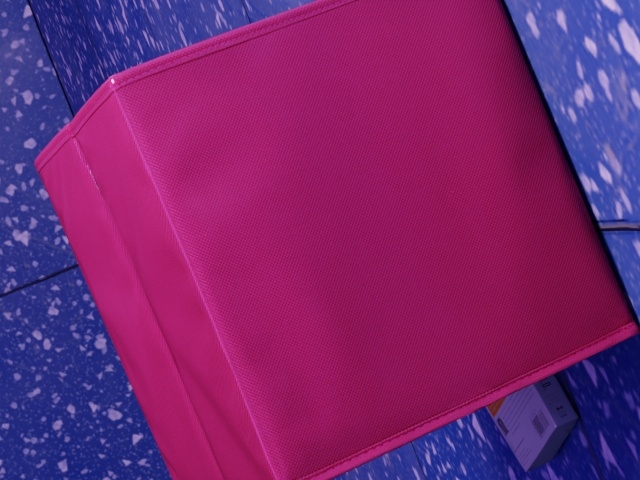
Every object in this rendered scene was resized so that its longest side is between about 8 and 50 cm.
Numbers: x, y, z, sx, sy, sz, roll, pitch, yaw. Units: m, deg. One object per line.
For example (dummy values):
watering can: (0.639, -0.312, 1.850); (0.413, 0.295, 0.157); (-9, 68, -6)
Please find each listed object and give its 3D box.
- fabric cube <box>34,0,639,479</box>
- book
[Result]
fabric cube: (0.000, 0.000, 1.161); (0.258, 0.254, 0.259); (66, 159, 0)
book: (0.132, 0.086, 1.315); (0.144, 0.035, 0.096); (63, 163, 20)
